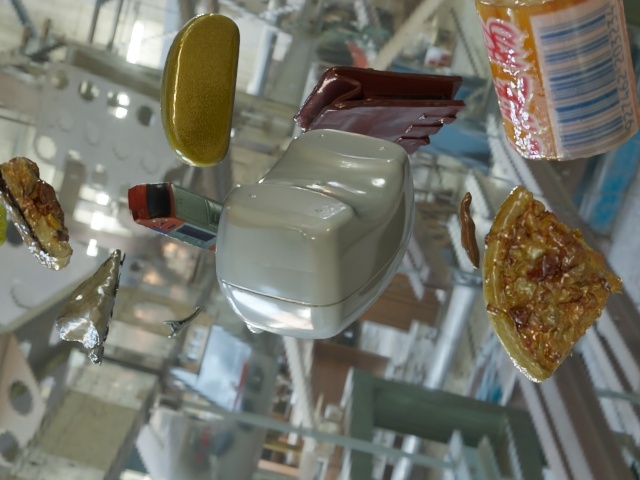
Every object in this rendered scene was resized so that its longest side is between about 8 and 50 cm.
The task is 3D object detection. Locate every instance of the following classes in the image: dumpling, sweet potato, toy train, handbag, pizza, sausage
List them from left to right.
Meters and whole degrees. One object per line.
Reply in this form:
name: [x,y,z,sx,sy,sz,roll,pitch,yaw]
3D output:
pizza: [-0.664,-0.073,2.411,0.409,0.114,0.277,32,144,53]
dumpling: [-0.386,0.120,1.759,0.332,0.086,0.166,-103,30,-77]
toy train: [-0.213,-0.031,2.141,0.089,0.409,0.086,-27,59,30]
handbag: [0.103,-0.232,1.970,0.260,0.276,0.084,132,134,-66]
sweet potato: [0.329,-0.022,2.337,0.044,0.044,0.179,117,147,-72]
pizza: [0.382,0.066,1.744,0.086,0.226,0.335,36,-129,-70]
sausage: [0.394,-0.302,1.733,0.233,0.233,0.287,-81,-25,-56]

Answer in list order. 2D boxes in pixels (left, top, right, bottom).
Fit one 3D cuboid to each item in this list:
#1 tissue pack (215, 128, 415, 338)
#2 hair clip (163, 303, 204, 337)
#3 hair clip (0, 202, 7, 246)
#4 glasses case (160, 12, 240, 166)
tissue pack: [0.000,0.000,1.557,0.333,0.229,0.236,-46,-38,-51]
hair clip: [-0.304,0.172,2.355,0.030,0.039,0.115,-23,10,43]
hair clip: [-0.597,-0.052,1.900,0.173,0.046,0.072,59,135,38]
glasses case: [-0.301,-0.368,2.577,0.141,0.173,0.371,-159,74,-72]
